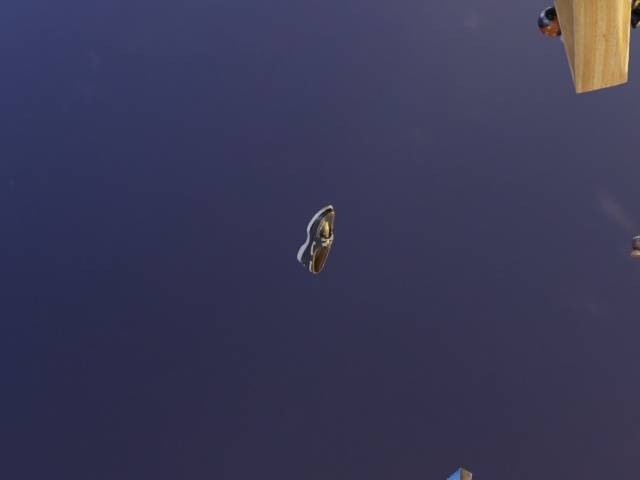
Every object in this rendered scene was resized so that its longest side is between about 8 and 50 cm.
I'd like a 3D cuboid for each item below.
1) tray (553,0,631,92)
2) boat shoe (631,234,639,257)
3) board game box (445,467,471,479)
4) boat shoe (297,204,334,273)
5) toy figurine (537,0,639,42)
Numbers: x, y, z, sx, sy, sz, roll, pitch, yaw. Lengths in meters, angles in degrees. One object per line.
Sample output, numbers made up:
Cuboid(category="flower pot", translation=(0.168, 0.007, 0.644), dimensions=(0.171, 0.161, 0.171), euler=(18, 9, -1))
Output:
Cuboid(category="tray", translation=(0.308, -0.369, 1.076), dimensions=(0.076, 0.411, 0.203), euler=(-12, -115, 12))
Cuboid(category="boat shoe", translation=(0.566, -0.004, 1.393), dimensions=(0.207, 0.073, 0.073), euler=(1, 180, -8))
Cuboid(category="board game box", translation=(0.150, 0.338, 1.139), dimensions=(0.020, 0.090, 0.090), euler=(31, -144, -9))
Cuboid(category="boat shoe", translation=(0.000, 0.000, 1.390), dimensions=(0.046, 0.125, 0.038), euler=(-21, -121, -39))
Cuboid(category="toy figurine", translation=(0.454, -0.412, 1.489), dimensions=(0.148, 0.209, 0.213), euler=(35, -119, 14))
